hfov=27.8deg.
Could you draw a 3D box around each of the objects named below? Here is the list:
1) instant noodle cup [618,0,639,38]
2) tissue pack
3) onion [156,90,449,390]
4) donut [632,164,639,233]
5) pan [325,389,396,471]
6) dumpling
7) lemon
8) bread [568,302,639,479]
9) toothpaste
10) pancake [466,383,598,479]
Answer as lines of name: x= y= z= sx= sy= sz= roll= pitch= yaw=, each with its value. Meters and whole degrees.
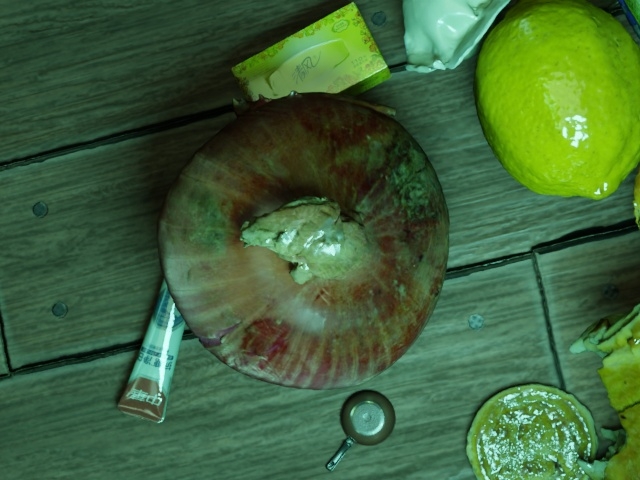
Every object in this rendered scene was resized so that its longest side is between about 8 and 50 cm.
instant noodle cup: x=0.500 y=-0.379 z=1.462 sx=0.312 sy=0.284 sz=0.284 roll=-22 pitch=82 yaw=-2
tissue pack: x=-0.011 y=-0.209 z=1.607 sx=0.176 sy=0.062 sz=0.095 roll=-27 pitch=82 yaw=4
onion: x=-0.017 y=-0.007 z=1.481 sx=0.353 sy=0.353 sz=0.354 roll=-1 pitch=85 yaw=8
donut: x=0.484 y=-0.042 z=1.493 sx=0.253 sy=0.118 sz=0.254 roll=-1 pitch=82 yaw=10
pan: x=0.043 y=0.236 z=1.578 sx=0.068 sy=0.023 sz=0.115 roll=37 pitch=91 yaw=9
dumpling: x=0.169 y=-0.285 z=1.542 sx=0.155 sy=0.111 sz=0.181 roll=0 pitch=87 yaw=43
lemon: x=0.279 y=-0.167 z=1.492 sx=0.204 sy=0.204 sz=0.260 roll=-18 pitch=79 yaw=6
bread: x=0.411 y=0.238 z=1.400 sx=0.191 sy=0.314 sz=0.370 roll=-27 pitch=79 yaw=-29
toothpaste: x=-0.193 y=0.108 z=1.619 sx=0.062 sy=0.039 sz=0.239 roll=17 pitch=90 yaw=2
pancake: x=0.254 y=0.245 z=1.544 sx=0.158 sy=0.028 sz=0.158 roll=0 pitch=84 yaw=5
